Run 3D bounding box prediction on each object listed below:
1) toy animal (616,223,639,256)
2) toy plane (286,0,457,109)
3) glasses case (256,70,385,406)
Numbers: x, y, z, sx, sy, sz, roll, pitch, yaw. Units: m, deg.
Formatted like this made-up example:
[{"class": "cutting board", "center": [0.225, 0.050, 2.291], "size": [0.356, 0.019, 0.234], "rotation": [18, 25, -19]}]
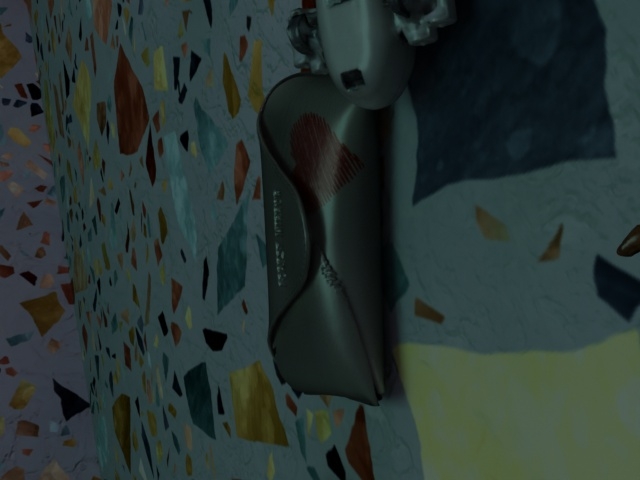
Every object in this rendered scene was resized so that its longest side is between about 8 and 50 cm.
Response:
[{"class": "toy animal", "center": [0.202, -0.015, 0.319], "size": [0.099, 0.057, 0.241], "rotation": [55, 140, 35]}, {"class": "toy plane", "center": [0.037, -0.185, 0.589], "size": [0.174, 0.080, 0.173], "rotation": [5, 98, 44]}, {"class": "glasses case", "center": [0.001, 0.000, 0.686], "size": [0.128, 0.083, 0.307], "rotation": [8, 102, 63]}]
